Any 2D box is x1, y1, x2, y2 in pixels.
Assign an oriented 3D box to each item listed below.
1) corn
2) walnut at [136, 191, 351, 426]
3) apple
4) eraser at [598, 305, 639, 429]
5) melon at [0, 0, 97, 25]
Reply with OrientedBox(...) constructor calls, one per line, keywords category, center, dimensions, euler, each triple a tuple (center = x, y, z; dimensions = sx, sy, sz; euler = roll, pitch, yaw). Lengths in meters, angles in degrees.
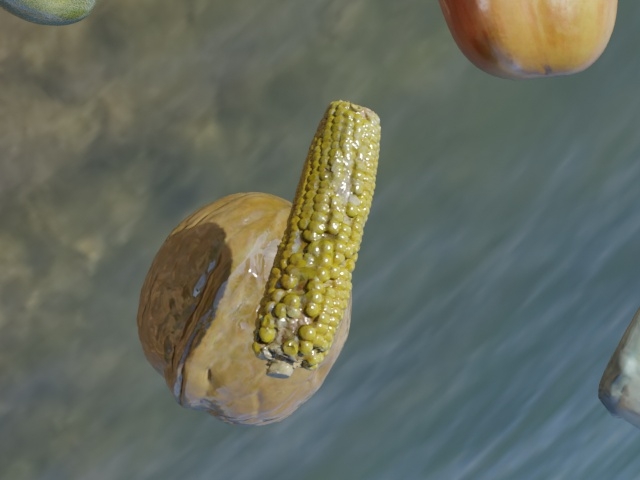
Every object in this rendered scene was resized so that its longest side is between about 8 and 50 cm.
OrientedBox(category="corn", center=(0.000, 0.000, 1.585), dimensions=(0.097, 0.097, 0.319), euler=(42, 59, -59))
OrientedBox(category="walnut", center=(-0.102, 0.093, 1.956), dimensions=(0.277, 0.252, 0.313), euler=(36, 80, -19))
OrientedBox(category="apple", center=(0.261, -0.319, 1.835), dimensions=(0.242, 0.241, 0.242), euler=(-9, 179, 0))
OrientedBox(category="eraser", center=(0.309, 0.083, 0.727), dimensions=(0.189, 0.290, 0.104), euler=(-58, 150, 3))
OrientedBox(category="melon", center=(-0.322, -0.295, 1.616), dimensions=(0.162, 0.099, 0.099), euler=(14, 117, -44))
